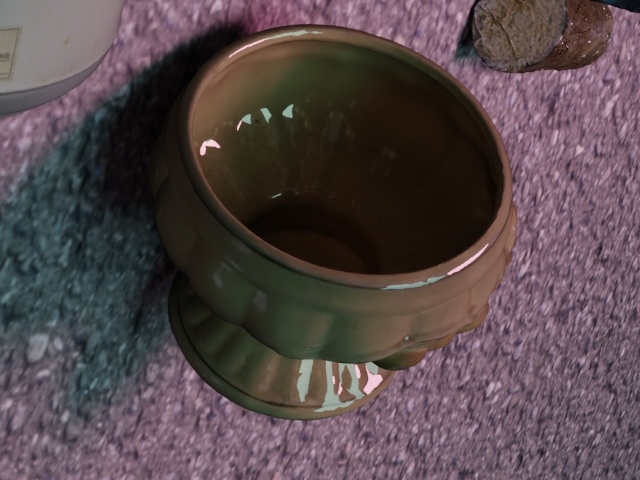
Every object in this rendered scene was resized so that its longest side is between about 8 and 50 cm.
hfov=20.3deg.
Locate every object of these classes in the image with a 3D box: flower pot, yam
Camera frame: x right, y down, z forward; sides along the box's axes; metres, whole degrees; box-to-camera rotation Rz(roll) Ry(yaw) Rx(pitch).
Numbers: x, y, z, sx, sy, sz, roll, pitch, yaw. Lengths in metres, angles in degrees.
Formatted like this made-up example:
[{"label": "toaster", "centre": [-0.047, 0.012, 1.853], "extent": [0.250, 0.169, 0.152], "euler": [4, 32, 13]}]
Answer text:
[{"label": "flower pot", "centre": [0.000, 0.000, 1.483], "extent": [0.307, 0.307, 0.244], "euler": [-39, 160, -36]}, {"label": "yam", "centre": [0.240, -0.225, 1.862], "extent": [0.183, 0.107, 0.107], "euler": [-8, 122, -59]}]

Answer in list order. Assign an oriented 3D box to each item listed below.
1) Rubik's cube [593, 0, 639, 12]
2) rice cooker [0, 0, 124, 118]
[{"label": "Rubik's cube", "centre": [0.152, -0.342, 1.273], "extent": [0.305, 0.310, 0.307], "euler": [-83, -171, -80]}, {"label": "rice cooker", "centre": [-0.206, -0.228, 0.950], "extent": [0.264, 0.316, 0.317], "euler": [-88, -177, -54]}]
